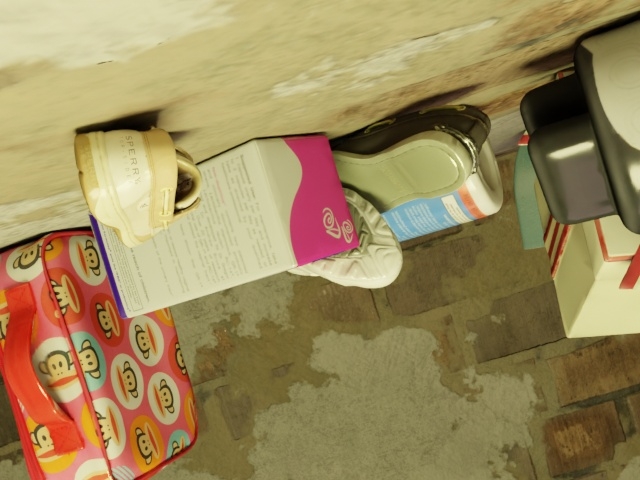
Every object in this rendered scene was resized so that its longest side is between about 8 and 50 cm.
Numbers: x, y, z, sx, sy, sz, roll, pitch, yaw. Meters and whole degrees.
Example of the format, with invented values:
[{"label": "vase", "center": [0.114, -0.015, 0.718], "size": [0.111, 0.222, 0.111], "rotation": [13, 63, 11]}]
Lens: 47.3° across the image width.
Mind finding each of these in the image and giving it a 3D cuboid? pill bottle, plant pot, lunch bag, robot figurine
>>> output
[{"label": "pill bottle", "center": [0.084, -0.060, 0.840], "size": [0.221, 0.124, 0.124], "rotation": [-18, 180, 26]}, {"label": "plant pot", "center": [0.559, -0.143, 1.543], "size": [0.248, 0.252, 0.247], "rotation": [-18, -179, -23]}, {"label": "lunch bag", "center": [-0.257, 0.135, 0.816], "size": [0.120, 0.293, 0.258], "rotation": [-19, 176, 13]}, {"label": "robot figurine", "center": [0.308, -0.102, 0.576], "size": [0.278, 0.209, 0.173], "rotation": [-17, 167, 21]}]

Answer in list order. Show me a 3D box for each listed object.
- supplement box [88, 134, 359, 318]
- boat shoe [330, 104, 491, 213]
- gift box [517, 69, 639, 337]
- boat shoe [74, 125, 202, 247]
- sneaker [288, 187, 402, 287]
[{"label": "supplement box", "center": [-0.092, -0.011, 0.680], "size": [0.220, 0.114, 0.111], "rotation": [-19, 178, 35]}, {"label": "boat shoe", "center": [0.069, -0.078, 0.721], "size": [0.228, 0.081, 0.068], "rotation": [-5, -141, 52]}, {"label": "gift box", "center": [0.352, -0.036, 0.773], "size": [0.276, 0.255, 0.258], "rotation": [-9, 151, 2]}, {"label": "boat shoe", "center": [-0.102, -0.032, 0.453], "size": [0.059, 0.063, 0.170], "rotation": [-12, 179, -5]}, {"label": "sneaker", "center": [0.000, 0.000, 0.777], "size": [0.232, 0.090, 0.115], "rotation": [23, 163, 38]}]
